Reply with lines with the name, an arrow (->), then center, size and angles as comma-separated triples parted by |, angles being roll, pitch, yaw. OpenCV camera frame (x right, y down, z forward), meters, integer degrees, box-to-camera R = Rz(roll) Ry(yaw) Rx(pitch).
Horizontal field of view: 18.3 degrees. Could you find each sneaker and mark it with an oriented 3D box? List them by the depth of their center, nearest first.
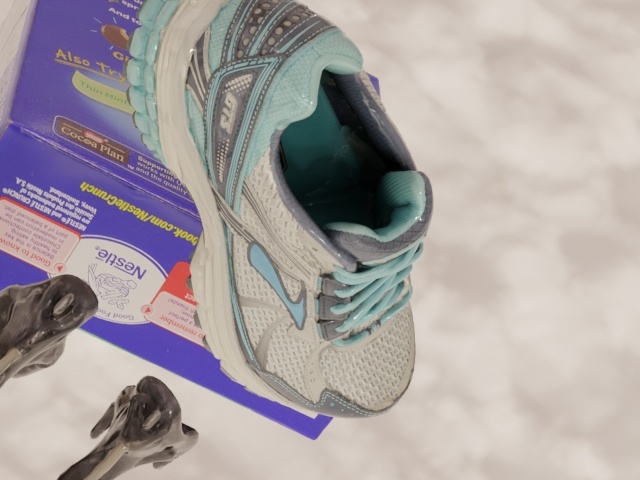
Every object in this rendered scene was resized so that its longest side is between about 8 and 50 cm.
sneaker -> 0.000, 0.000, 0.964 | 0.122, 0.283, 0.110 | 22, 59, 39

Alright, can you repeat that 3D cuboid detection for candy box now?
candy box -> -0.091, -0.053, 1.293 | 0.268, 0.122, 0.317 | 27, 29, -16

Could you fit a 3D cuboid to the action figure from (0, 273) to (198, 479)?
action figure -> -0.165, 0.139, 0.785 | 0.164, 0.141, 0.275 | 38, 47, 6
